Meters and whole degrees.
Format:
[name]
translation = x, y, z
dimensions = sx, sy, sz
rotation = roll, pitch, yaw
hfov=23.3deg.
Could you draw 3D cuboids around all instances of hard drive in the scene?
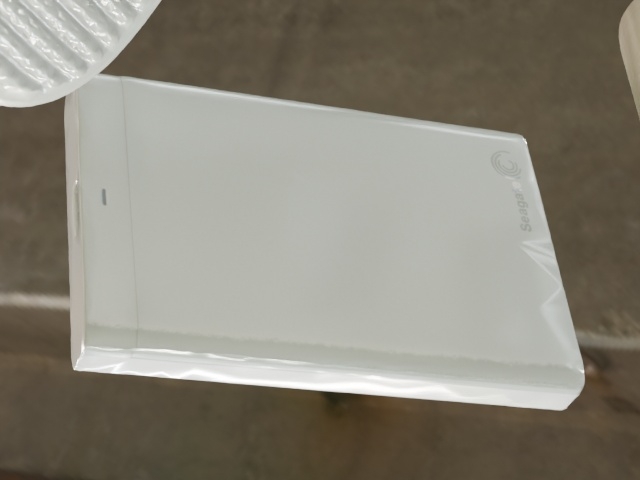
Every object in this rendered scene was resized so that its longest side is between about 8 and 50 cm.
[hard drive]
translation = 0.000, 0.000, 0.954
dimensions = 0.040, 0.308, 0.203
rotation = 119, -30, -48

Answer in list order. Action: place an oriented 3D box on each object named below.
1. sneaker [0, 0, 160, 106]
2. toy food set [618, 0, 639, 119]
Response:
[sneaker]
translation = -0.118, -0.246, 0.666
dimensions = 0.150, 0.135, 0.365
rotation = 30, -68, 42
[toy food set]
translation = 0.309, -0.103, 0.847
dimensions = 0.306, 0.092, 0.219
rotation = -34, -140, 29
